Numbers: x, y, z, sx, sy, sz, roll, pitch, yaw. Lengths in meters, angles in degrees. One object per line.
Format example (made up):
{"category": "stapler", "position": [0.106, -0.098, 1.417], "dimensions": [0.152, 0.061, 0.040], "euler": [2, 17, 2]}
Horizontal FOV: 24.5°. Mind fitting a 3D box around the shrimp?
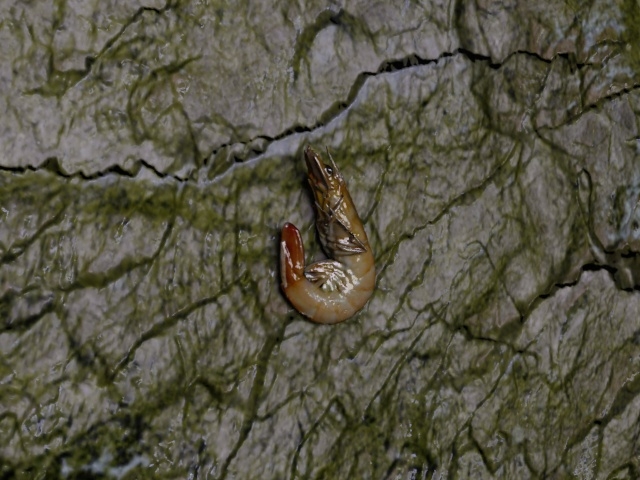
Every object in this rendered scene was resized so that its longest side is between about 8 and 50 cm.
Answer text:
{"category": "shrimp", "position": [-0.004, -0.001, 1.286], "dimensions": [0.095, 0.045, 0.162], "euler": [-24, 111, -16]}
